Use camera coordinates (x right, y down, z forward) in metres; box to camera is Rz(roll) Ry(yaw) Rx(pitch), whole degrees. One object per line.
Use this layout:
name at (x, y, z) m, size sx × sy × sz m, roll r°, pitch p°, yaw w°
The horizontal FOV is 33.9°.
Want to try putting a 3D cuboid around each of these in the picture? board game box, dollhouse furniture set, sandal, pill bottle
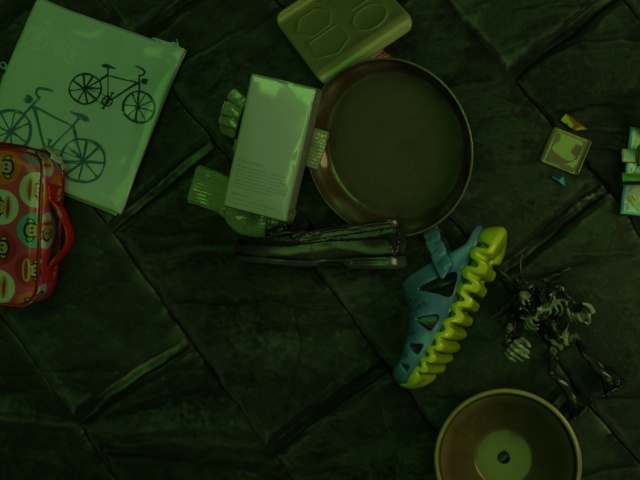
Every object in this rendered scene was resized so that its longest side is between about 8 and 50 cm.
board game box at (0.576, -0.113, 1.812) m, size 0.103 × 0.026 × 0.154 m, roll 8°, pitch 84°, yaw 8°
dollhouse furniture set at (0.534, -0.169, 1.771) m, size 0.059 × 0.076 × 0.151 m, roll 1°, pitch 84°, yaw 6°
sandal at (0.197, 0.102, 1.792) m, size 0.138 × 0.126 × 0.317 m, roll 25°, pitch 81°, yaw 20°
pill bottle at (0.136, -0.256, 1.850) m, size 0.160 × 0.087 × 0.087 m, roll 42°, pitch 89°, yaw 9°

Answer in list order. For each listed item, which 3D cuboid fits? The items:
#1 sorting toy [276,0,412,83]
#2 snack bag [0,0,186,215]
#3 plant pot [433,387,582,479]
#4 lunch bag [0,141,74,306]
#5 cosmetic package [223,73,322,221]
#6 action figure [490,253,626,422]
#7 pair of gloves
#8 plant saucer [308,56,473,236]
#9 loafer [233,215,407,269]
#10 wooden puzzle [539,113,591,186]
sorting toy at (0.041, -0.386, 1.875) m, size 0.193 × 0.038 × 0.208 m, roll -34°, pitch 52°, yaw 2°
snack bag at (-0.451, -0.255, 1.945) m, size 0.323 × 0.037 × 0.342 m, roll 20°, pitch 86°, yaw 8°
plant pot at (0.307, 0.363, 1.743) m, size 0.237 × 0.110 × 0.237 m, roll -1°, pitch 84°, yaw 6°
lunch bag at (-0.564, -0.029, 1.871) m, size 0.258 × 0.120 × 0.293 m, roll 7°, pitch 94°, yaw 8°
cosmetic package at (-0.080, -0.158, 1.781) m, size 0.117 × 0.085 × 0.231 m, roll 16°, pitch 99°, yaw 6°
action figure at (0.388, 0.152, 1.746) m, size 0.164 × 0.141 × 0.275 m, roll -36°, pitch 82°, yaw 13°
pair of gloves at (-0.116, -0.126, 1.854) m, size 0.204 × 0.042 × 0.240 m, roll 29°, pitch 107°, yaw 9°
plant saucer at (0.121, -0.160, 1.805) m, size 0.311 × 0.050 × 0.310 m, roll 8°, pitch 107°, yaw 26°
loafer at (0.000, 0.000, 1.818) m, size 0.303 × 0.109 × 0.095 m, roll 2°, pitch 90°, yaw 8°
wooden puzzle at (0.430, -0.157, 1.843) m, size 0.078 × 0.014 × 0.116 m, roll 30°, pitch 87°, yaw 14°
